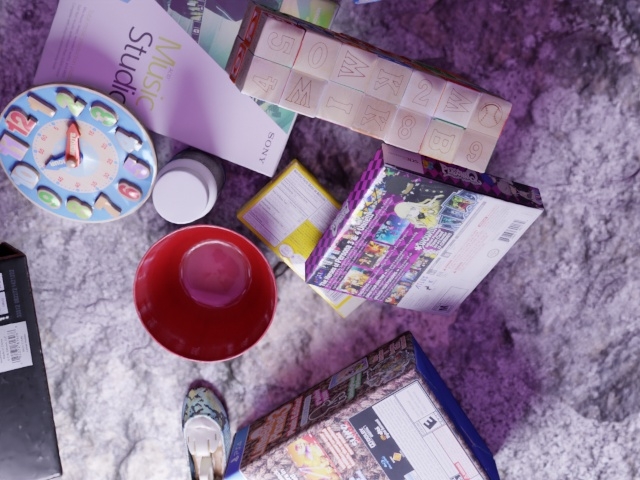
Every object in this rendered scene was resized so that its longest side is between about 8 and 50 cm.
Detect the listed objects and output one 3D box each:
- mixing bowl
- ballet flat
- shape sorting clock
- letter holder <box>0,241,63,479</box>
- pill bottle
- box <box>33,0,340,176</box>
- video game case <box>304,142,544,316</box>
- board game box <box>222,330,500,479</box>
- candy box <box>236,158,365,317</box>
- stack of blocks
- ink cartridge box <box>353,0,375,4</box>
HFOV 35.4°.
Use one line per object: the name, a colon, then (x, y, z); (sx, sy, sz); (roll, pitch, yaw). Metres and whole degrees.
mixing bowl: (-0.142, 0.057, 1.295); (0.181, 0.098, 0.181); (1, 104, 2)
ballet flat: (-0.155, 0.297, 1.376); (0.070, 0.070, 0.188); (-7, 104, 4)
shape sorting clock: (-0.306, -0.105, 1.257); (0.206, 0.040, 0.206); (5, 126, 8)
letter holder: (-0.463, 0.159, 1.322); (0.152, 0.214, 0.302); (-13, 106, -28)
pill bottle: (-0.163, -0.068, 1.243); (0.078, 0.137, 0.078); (0, 104, 2)
box: (-0.165, -0.242, 1.239); (0.322, 0.058, 0.232); (20, 105, -5)
video game case: (0.119, -0.003, 1.217); (0.210, 0.042, 0.232); (13, 138, -18)
board game box: (0.059, 0.304, 1.330); (0.291, 0.141, 0.232); (-31, 101, 9)
candy box: (0.000, 0.000, 1.294); (0.105, 0.027, 0.206); (-42, 110, 9)
stack of blocks: (0.047, -0.180, 1.153); (0.297, 0.171, 0.087); (16, 105, -19)
ink cartridge box: (0.066, -0.349, 1.128); (0.086, 0.203, 0.148); (-13, 104, 7)
